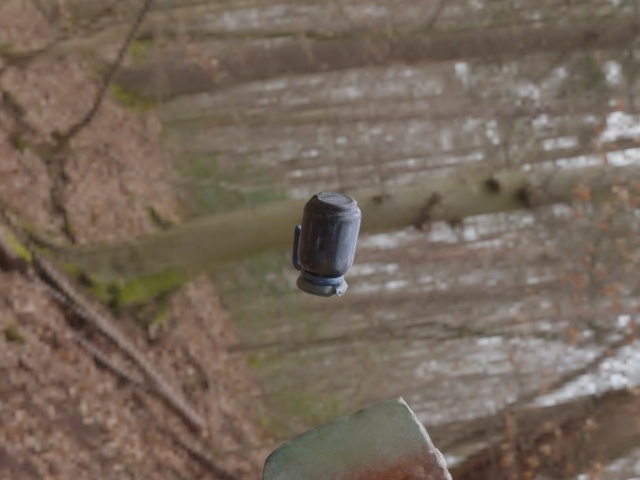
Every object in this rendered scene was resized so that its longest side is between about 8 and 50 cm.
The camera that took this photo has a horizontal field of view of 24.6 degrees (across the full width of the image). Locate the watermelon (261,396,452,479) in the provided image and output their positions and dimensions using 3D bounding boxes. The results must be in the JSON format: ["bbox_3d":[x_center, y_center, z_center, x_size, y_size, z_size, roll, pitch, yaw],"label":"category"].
[{"bbox_3d":[0.054,0.248,0.726,0.231,0.193,0.310,-66,158,-69],"label":"watermelon"}]

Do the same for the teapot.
[{"bbox_3d":[-0.001,0.001,1.232,0.049,0.064,0.083,-29,134,-61],"label":"teapot"}]
